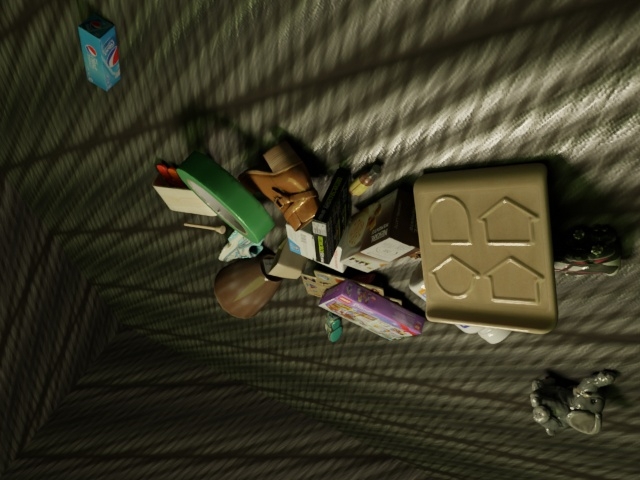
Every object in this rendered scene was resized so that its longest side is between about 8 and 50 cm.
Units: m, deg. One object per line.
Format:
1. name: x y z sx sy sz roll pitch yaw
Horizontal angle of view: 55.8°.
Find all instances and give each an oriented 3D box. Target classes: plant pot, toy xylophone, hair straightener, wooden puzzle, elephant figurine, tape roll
1. plant pot: -0.100 0.069 2.015 0.096 0.109 0.109 25 152 -10
2. toy xylophone: -0.431 -0.140 2.049 0.322 0.081 0.236 15 145 30
3. hair straightener: 0.116 0.159 1.977 0.230 0.047 0.089 -15 126 47
4. wooden puzzle: 0.365 0.015 1.336 0.322 0.080 0.348 0 96 45
5. plant pot: -0.235 0.141 2.181 0.215 0.215 0.230 41 135 -13
6. elephant figurine: 0.742 0.471 1.733 0.239 0.169 0.186 -12 159 33
7. tape roll: -0.277 -0.123 1.769 0.321 0.077 0.321 40 170 9

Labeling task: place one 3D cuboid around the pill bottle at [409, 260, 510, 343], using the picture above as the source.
1. pill bottle: 0.381 0.147 1.592 0.272 0.152 0.152 38 151 -8

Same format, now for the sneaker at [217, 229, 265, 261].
1. sneaker: -0.274 0.027 2.119 0.122 0.110 0.283 33 151 -5

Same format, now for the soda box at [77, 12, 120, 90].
1. soda box: -0.610 -0.518 1.677 0.071 0.067 0.210 31 151 4

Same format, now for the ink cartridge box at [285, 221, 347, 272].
1. ink cartridge box: 0.000 0.000 1.825 0.190 0.082 0.139 22 149 18

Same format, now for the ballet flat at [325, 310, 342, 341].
1. ballet flat: 0.046 0.320 2.296 0.070 0.070 0.188 25 148 15

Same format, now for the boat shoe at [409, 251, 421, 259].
1. boat shoe: 0.251 0.023 1.612 0.178 0.064 0.060 -26 94 55

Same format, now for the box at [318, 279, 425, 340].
1. box: 0.163 0.231 1.955 0.293 0.057 0.201 27 157 -13

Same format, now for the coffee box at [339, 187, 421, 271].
1. coffee box: 0.159 -0.020 1.553 0.098 0.141 0.246 21 157 -21

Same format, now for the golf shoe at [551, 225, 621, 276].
1. golf shoe: 0.520 0.037 1.343 0.273 0.105 0.120 4 147 43

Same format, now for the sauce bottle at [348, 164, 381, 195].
1. sauce bottle: 0.115 -0.152 1.523 0.042 0.042 0.128 39 151 -8

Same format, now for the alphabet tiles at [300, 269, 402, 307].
1. alphabet tiles: 0.105 0.185 1.994 0.342 0.011 0.285 15 156 16

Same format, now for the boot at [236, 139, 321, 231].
1. boot: -0.109 -0.125 1.671 0.283 0.109 0.220 -30 90 47

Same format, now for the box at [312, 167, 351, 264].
1. box: 0.034 -0.061 1.594 0.045 0.184 0.191 14 148 13
